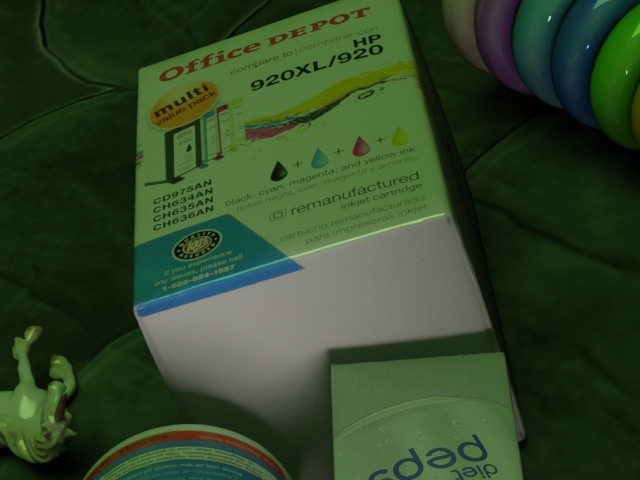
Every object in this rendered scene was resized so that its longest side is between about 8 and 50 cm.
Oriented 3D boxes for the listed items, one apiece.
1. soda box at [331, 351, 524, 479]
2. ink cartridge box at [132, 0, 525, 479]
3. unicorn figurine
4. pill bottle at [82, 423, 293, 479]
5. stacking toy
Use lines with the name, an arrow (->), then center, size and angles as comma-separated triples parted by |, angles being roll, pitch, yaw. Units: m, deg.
soda box -> 0.054, 0.182, 0.731 | 0.091, 0.098, 0.286 | -4, 39, 2
ink cartridge box -> 0.000, 0.000, 0.928 | 0.171, 0.168, 0.232 | -17, 37, 7
unicorn figurine -> -0.194, 0.102, 0.999 | 0.162, 0.060, 0.111 | -26, 35, 21
pill bottle -> -0.058, 0.183, 0.729 | 0.124, 0.124, 0.221 | -20, 20, 2
stacking toy -> 0.219, -0.099, 0.993 | 0.141, 0.141, 0.330 | -32, 46, -13
